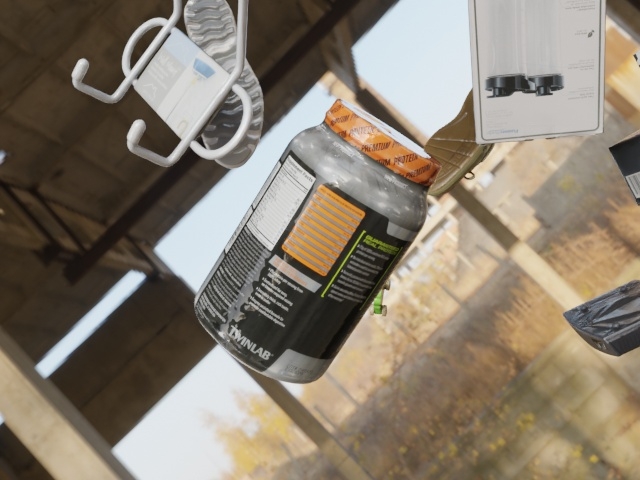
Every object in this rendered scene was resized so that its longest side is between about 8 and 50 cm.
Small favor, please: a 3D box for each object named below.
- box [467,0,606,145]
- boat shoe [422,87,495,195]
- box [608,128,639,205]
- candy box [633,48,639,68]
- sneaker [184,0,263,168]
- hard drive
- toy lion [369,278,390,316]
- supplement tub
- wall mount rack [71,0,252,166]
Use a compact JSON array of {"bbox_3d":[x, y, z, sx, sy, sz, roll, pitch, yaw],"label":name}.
[{"bbox_3d":[0.271,-0.275,1.101,0.087,0.169,0.290,-79,-19,-59],"label":"box"},{"bbox_3d":[0.276,-0.181,1.580,0.285,0.104,0.089,-51,-40,-15],"label":"boat shoe"},{"bbox_3d":[0.526,-0.145,1.114,0.184,0.103,0.261,-26,-1,-12],"label":"box"},{"bbox_3d":[0.617,-0.237,1.438,0.070,0.164,0.196,-40,26,29],"label":"candy box"},{"bbox_3d":[-0.149,-0.244,1.376,0.105,0.282,0.115,-8,-14,-4],"label":"sneaker"},{"bbox_3d":[0.537,0.135,1.528,0.171,0.054,0.255,-26,4,2],"label":"hard drive"},{"bbox_3d":[0.115,0.094,1.667,0.096,0.034,0.100,86,-167,-51],"label":"toy lion"},{"bbox_3d":[0.000,0.000,1.058,0.316,0.193,0.193,-56,-11,12],"label":"supplement tub"},{"bbox_3d":[-0.203,-0.284,1.228,0.304,0.350,0.130,-53,-39,9],"label":"wall mount rack"}]
